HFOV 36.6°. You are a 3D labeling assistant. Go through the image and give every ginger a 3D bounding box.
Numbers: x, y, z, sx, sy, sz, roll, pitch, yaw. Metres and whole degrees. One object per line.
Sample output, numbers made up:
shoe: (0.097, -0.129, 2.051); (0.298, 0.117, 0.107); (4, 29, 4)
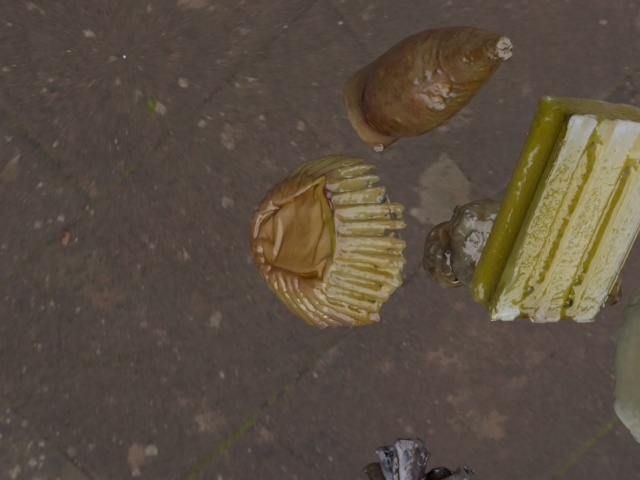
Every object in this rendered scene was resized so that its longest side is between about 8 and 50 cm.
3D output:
ginger: (0.366, 0.041, 1.774); (0.375, 0.256, 0.176); (18, 69, 15)

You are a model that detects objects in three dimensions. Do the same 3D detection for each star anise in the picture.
star anise: (0.181, 0.439, 1.752); (0.110, 0.258, 0.198); (-35, 72, -33)

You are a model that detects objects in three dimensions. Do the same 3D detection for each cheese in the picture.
cheese: (0.665, 0.209, 1.711); (0.292, 0.153, 0.333); (5, 86, -31)

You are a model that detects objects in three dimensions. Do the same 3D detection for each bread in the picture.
bread: (0.000, 0.000, 1.418); (0.149, 0.274, 0.274); (4, 101, -37)

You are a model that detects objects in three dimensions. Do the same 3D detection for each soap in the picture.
soap: (0.341, -0.036, 1.327); (0.199, 0.091, 0.315); (1, 119, -27)

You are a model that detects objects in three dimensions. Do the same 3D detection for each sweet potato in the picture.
sweet potato: (0.131, -0.201, 1.224); (0.131, 0.336, 0.131); (1, 85, -18)
